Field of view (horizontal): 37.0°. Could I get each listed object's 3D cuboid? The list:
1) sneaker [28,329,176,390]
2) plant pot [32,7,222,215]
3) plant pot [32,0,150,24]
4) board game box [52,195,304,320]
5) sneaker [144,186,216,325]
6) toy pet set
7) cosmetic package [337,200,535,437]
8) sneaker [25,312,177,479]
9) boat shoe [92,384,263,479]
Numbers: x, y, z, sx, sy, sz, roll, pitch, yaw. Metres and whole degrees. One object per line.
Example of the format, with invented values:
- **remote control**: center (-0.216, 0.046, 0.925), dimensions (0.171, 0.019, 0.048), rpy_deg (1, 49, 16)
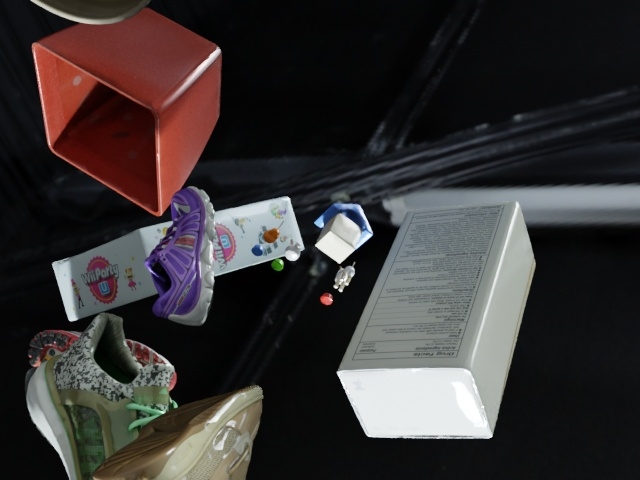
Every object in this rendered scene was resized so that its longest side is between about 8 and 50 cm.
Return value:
- **sneaker**: center (-0.321, 0.179, 1.453), dimensions (0.225, 0.088, 0.093), rpy_deg (15, -178, 12)
- **plant pot**: center (-0.316, -0.256, 1.706), dimensions (0.267, 0.267, 0.235), rpy_deg (31, -125, 16)
- **plant pot**: center (-0.332, -0.543, 1.451), dimensions (0.323, 0.323, 0.280), rpy_deg (0, -133, 29)
- **board game box**: center (-0.210, 0.023, 1.446), dimensions (0.224, 0.097, 0.303), rpy_deg (-17, 179, 42)
- **sneaker**: center (-0.150, 0.009, 1.012), dimensions (0.071, 0.068, 0.169), rpy_deg (9, -131, -19)
- **toy pet set**: center (0.000, 0.000, 1.177), dimensions (0.114, 0.122, 0.065), rpy_deg (-43, -164, 42)
- **cosmetic package**: center (0.152, 0.088, 1.162), dimensions (0.160, 0.113, 0.309), rpy_deg (-4, -144, 28)
- **sneaker**: center (-0.238, 0.247, 1.225), dimensions (0.410, 0.158, 0.182), rpy_deg (45, -67, 32)
- **boat shoe**: center (-0.140, 0.248, 1.060), dimensions (0.122, 0.110, 0.341), rpy_deg (-20, -179, 17)
